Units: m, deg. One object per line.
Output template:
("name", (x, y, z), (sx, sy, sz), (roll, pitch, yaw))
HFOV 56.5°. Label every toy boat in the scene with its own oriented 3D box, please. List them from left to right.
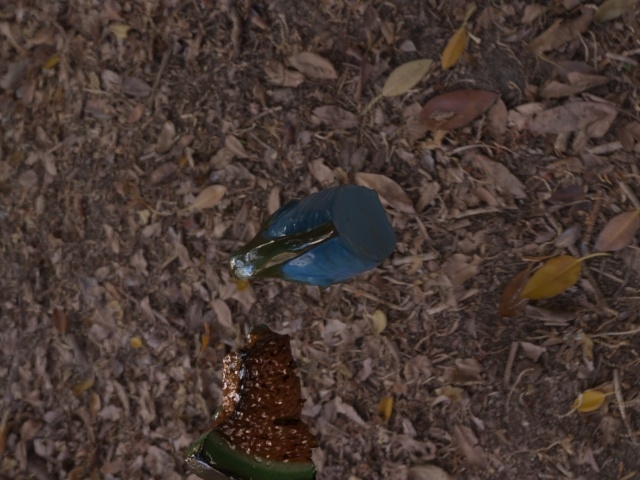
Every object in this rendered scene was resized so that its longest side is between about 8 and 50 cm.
("toy boat", (0.000, 0.000, 0.465), (0.077, 0.185, 0.075), (-24, 89, 20))

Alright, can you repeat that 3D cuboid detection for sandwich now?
("sandwich", (-0.125, 0.302, 1.086), (0.162, 0.250, 0.301), (-16, 59, 48))
